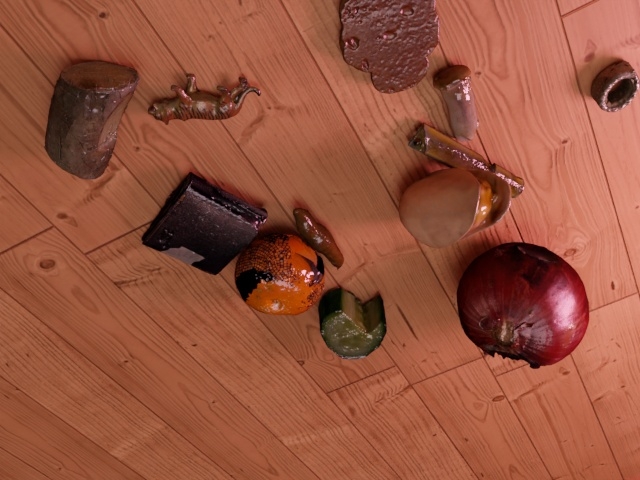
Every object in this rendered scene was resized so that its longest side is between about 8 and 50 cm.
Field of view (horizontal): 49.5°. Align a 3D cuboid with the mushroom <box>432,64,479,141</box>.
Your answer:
[{"bbox_3d":[0.310,-0.297,1.555,0.084,0.071,0.209,-15,135,12],"label":"mushroom"}]

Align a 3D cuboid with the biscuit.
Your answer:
[{"bbox_3d":[0.138,-0.436,1.424,0.208,0.041,0.290,-14,130,3],"label":"biscuit"}]

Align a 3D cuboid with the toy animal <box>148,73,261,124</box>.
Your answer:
[{"bbox_3d":[-0.248,-0.300,1.484,0.241,0.057,0.099,-2,137,-8],"label":"toy animal"}]

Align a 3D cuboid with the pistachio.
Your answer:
[{"bbox_3d":[0.304,-0.075,1.628,0.187,0.187,0.299,22,167,-24],"label":"pistachio"}]

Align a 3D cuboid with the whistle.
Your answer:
[{"bbox_3d":[0.351,-0.185,1.660,0.326,0.057,0.068,22,124,-24],"label":"whistle"}]

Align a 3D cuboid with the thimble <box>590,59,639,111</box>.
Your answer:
[{"bbox_3d":[0.665,-0.347,1.561,0.084,0.062,0.110,10,128,-15],"label":"thimble"}]

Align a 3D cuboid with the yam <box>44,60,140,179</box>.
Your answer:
[{"bbox_3d":[-0.481,-0.255,1.430,0.154,0.154,0.254,18,130,-22],"label":"yam"}]

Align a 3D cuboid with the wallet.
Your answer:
[{"bbox_3d":[-0.287,-0.029,1.702,0.221,0.071,0.262,25,130,-27],"label":"wallet"}]

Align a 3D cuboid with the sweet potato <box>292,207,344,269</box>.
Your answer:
[{"bbox_3d":[0.000,0.000,1.769,0.067,0.067,0.274,-25,134,14],"label":"sweet potato"}]

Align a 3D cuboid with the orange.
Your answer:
[{"bbox_3d":[-0.104,0.093,1.764,0.234,0.182,0.234,-2,143,-1],"label":"orange"}]

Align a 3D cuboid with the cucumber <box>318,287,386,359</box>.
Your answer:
[{"bbox_3d":[0.082,0.228,1.942,0.191,0.130,0.191,-2,124,-3],"label":"cucumber"}]

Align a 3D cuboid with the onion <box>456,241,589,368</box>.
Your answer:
[{"bbox_3d":[0.519,0.157,1.809,0.341,0.341,0.341,-4,131,-5],"label":"onion"}]
